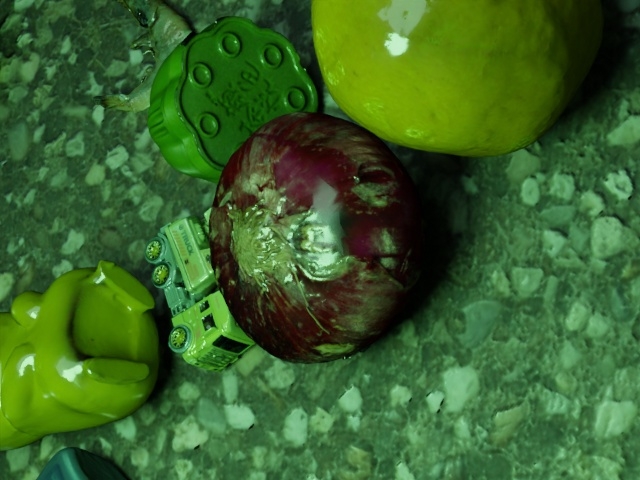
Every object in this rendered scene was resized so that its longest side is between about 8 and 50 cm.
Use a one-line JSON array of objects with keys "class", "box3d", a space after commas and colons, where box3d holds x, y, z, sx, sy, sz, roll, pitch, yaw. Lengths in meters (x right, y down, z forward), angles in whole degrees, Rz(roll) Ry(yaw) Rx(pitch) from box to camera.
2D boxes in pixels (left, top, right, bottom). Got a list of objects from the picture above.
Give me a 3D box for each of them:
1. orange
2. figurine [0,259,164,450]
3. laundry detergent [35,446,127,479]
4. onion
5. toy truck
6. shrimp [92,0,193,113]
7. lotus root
[{"class": "orange", "box3d": [0.122, -0.206, 1.529, 0.235, 0.279, 0.279, -58, 43, 49]}, {"class": "figurine", "box3d": [-0.310, 0.137, 1.792, 0.327, 0.169, 0.218, -17, 50, 29]}, {"class": "laundry detergent", "box3d": [-0.308, 0.367, 1.754, 0.290, 0.094, 0.143, -52, 56, 10]}, {"class": "onion", "box3d": [0.000, 0.000, 1.593, 0.246, 0.190, 0.246, -3, 86, 55]}, {"class": "toy truck", "box3d": [-0.117, 0.046, 1.733, 0.100, 0.077, 0.169, -34, 56, 25]}, {"class": "shrimp", "box3d": [-0.230, -0.230, 1.940, 0.148, 0.035, 0.195, -52, 54, 14]}, {"class": "lotus root", "box3d": [-0.121, -0.135, 1.757, 0.186, 0.186, 0.186, -13, 68, 33]}]
